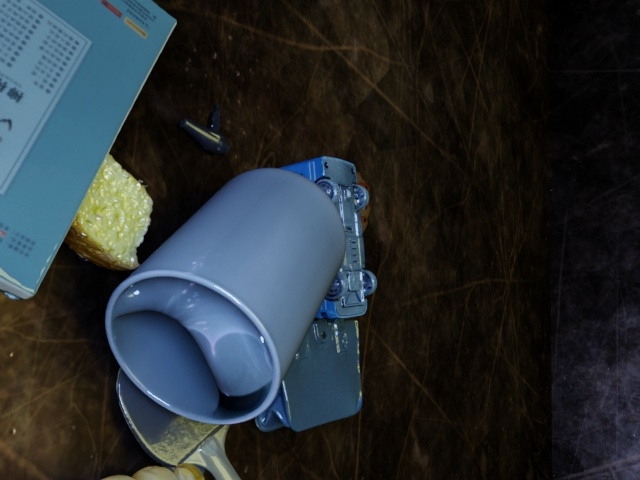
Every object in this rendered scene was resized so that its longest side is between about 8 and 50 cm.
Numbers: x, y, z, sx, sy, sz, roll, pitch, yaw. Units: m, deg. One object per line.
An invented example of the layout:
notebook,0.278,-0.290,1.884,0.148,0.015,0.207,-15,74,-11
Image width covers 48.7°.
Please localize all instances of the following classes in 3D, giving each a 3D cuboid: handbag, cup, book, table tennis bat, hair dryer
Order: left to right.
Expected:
book,-0.310,-0.164,0.675,0.264,0.031,0.379,36,55,-27
table tennis bat,-0.152,0.229,0.864,0.138,0.022,0.246,-35,95,-44
hair dryer,-0.159,-0.167,0.992,0.079,0.031,0.083,34,43,-40
cup,-0.091,0.047,0.870,0.205,0.206,0.312,69,28,-23
handbag,-0.012,0.201,1.123,0.229,0.062,0.179,7,79,-57

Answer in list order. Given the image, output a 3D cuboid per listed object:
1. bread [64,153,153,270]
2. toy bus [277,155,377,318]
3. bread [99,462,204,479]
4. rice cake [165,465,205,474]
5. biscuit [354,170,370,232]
bread,-0.259,-0.050,0.775,0.187,0.065,0.103,49,47,-38
toy bus,0.000,0.000,1.106,0.114,0.134,0.246,2,83,-60
bread,-0.233,0.332,0.701,0.311,0.121,0.172,2,86,-57
rice cake,-0.152,0.203,0.924,0.080,0.042,0.221,51,46,-43
biscuit,0.068,-0.066,1.329,0.119,0.019,0.129,6,81,-57
